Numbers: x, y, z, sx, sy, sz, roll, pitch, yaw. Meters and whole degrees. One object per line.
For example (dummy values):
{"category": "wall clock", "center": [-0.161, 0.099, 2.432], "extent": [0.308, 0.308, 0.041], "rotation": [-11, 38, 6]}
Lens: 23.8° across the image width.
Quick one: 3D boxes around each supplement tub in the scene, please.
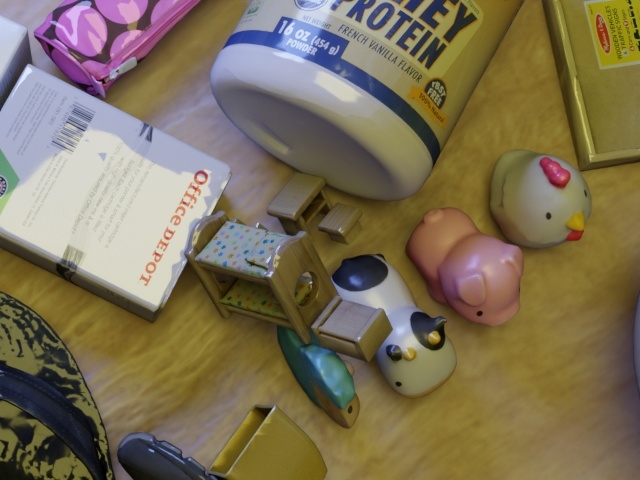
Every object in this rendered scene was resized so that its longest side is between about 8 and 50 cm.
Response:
{"category": "supplement tub", "center": [0.062, -0.222, 1.447], "extent": [0.228, 0.228, 0.316], "rotation": [29, 76, 0]}

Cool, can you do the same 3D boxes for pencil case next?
{"category": "pencil case", "center": [-0.175, -0.233, 1.489], "extent": [0.209, 0.095, 0.098], "rotation": [-47, 52, -12]}

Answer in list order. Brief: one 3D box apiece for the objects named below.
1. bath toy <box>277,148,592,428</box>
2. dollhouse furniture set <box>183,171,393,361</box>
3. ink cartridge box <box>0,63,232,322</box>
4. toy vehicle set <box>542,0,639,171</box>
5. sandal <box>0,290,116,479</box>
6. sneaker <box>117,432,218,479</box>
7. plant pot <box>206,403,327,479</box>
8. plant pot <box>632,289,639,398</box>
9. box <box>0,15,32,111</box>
{"category": "bath toy", "center": [0.127, 0.033, 1.450], "extent": [0.348, 0.129, 0.151], "rotation": [-37, 84, -14]}
{"category": "dollhouse furniture set", "center": [0.000, 0.000, 1.387], "extent": [0.182, 0.101, 0.161], "rotation": [13, 54, 39]}
{"category": "ink cartridge box", "center": [-0.215, -0.041, 1.438], "extent": [0.219, 0.092, 0.160], "rotation": [28, 76, -2]}
{"category": "toy vehicle set", "center": [0.324, -0.215, 1.577], "extent": [0.166, 0.035, 0.266], "rotation": [-8, 79, -9]}
{"category": "sandal", "center": [-0.253, 0.220, 1.368], "extent": [0.167, 0.107, 0.445], "rotation": [-29, 82, -13]}
{"category": "sneaker", "center": [-0.097, 0.286, 1.378], "extent": [0.267, 0.101, 0.106], "rotation": [44, 78, 4]}
{"category": "plant pot", "center": [-0.043, 0.210, 1.416], "extent": [0.083, 0.081, 0.081], "rotation": [39, 75, -10]}
{"category": "plant pot", "center": [0.408, 0.078, 1.428], "extent": [0.284, 0.284, 0.191], "rotation": [-16, 45, -11]}
{"category": "box", "center": [-0.370, -0.142, 1.441], "extent": [0.130, 0.091, 0.170], "rotation": [25, 75, -2]}
